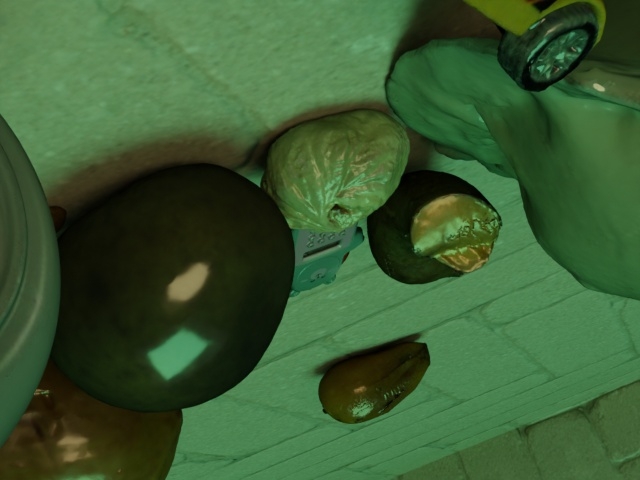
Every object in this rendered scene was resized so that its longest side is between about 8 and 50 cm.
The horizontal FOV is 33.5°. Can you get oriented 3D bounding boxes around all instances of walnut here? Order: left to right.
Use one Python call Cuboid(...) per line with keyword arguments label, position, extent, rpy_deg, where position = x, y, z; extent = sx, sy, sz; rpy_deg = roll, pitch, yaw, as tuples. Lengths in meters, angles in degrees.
Cuboid(label="walnut", position=(-0.257, 0.148, 0.824), extent=(0.298, 0.203, 0.203), rpy_deg=(-8, 157, -15))

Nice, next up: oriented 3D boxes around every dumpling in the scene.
Cuboid(label="dumpling", position=(0.210, -0.078, 0.716), extent=(0.212, 0.270, 0.320), rpy_deg=(-39, 139, -12))

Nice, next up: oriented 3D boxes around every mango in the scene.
Cuboid(label="mango", position=(0.074, 0.193, 1.418), extent=(0.159, 0.084, 0.105), rpy_deg=(-16, 165, -11))

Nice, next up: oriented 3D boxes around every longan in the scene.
Cuboid(label="longan", position=(-0.104, 0.033, 0.734), extent=(0.187, 0.167, 0.167), rpy_deg=(-52, 152, 11))

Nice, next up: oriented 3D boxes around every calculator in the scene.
Cuboid(label="calculator", position=(0.000, 0.000, 0.893), extent=(0.094, 0.019, 0.141), rpy_deg=(-21, 148, -24))

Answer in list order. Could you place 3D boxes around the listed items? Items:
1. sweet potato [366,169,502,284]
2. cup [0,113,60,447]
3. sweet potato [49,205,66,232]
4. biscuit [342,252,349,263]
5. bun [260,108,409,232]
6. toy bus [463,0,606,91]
Cuboid(label="sweet potato", position=(0.096, 0.003, 0.910), extent=(0.112, 0.085, 0.286), rpy_deg=(21, 171, 12))
Cuboid(label="cup", position=(-0.306, 0.020, 0.436), extent=(0.357, 0.259, 0.274), rpy_deg=(31, 132, -26))
Cuboid(label="sweet potato", position=(-0.199, 0.014, 0.656), extent=(0.044, 0.044, 0.179), rpy_deg=(-29, -158, 23))
Cuboid(label="biscuit", position=(-0.098, 0.038, 0.924), extent=(0.250, 0.036, 0.165), rpy_deg=(3, 149, -47))
Cuboid(label="bun", position=(0.014, -0.044, 0.769), extent=(0.115, 0.069, 0.115), rpy_deg=(-19, 162, -6))
Cuboid(label="toy bus", position=(0.034, -0.165, 0.410), extent=(0.123, 0.121, 0.335), rpy_deg=(-44, 152, 22))
